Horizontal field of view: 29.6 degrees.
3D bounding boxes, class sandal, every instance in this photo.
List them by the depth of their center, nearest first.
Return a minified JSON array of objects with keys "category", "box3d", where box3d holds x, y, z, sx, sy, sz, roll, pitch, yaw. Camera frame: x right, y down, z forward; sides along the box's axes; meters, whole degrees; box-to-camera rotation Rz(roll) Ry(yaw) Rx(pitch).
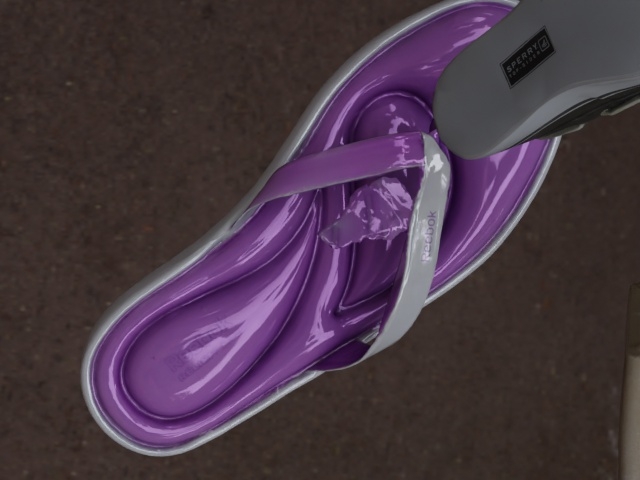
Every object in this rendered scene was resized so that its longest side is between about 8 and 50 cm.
[{"category":"sandal","box3d":[0.011,0.010,0.820,0.169,0.416,0.102,44,8,-12]}]

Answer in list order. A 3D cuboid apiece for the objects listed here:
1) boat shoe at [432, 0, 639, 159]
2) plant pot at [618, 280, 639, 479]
[{"category":"boat shoe","box3d":[0.145,-0.105,0.619,0.070,0.219,0.078,-11,80,-33]},{"category":"plant pot","box3d":[0.190,0.072,0.568,0.109,0.109,0.096,-61,138,-59]}]
